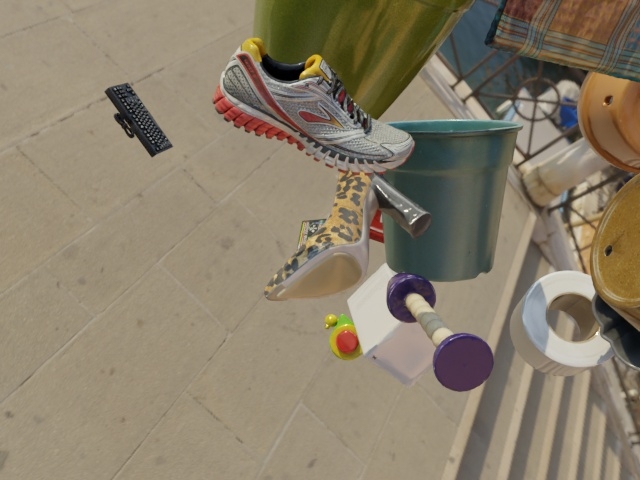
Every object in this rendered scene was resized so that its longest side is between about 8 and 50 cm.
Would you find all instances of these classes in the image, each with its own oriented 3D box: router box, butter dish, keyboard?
[{"bbox_3d":[0.000,0.000,1.161,0.122,0.092,0.038,-81,163,-53],"label":"router box"},{"bbox_3d":[0.162,-0.083,1.573,0.159,0.118,0.160,19,91,-13],"label":"butter dish"},{"bbox_3d":[-0.426,-0.280,1.229,0.180,0.023,0.108,55,37,-10],"label":"keyboard"}]

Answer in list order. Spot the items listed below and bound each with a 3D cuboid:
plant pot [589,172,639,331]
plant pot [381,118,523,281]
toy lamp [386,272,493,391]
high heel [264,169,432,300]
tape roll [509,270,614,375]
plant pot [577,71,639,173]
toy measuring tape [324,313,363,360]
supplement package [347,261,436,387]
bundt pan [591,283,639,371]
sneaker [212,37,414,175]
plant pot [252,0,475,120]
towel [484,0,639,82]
[{"bbox_3d":[0.364,0.033,0.419,0.254,0.237,0.237,18,54,-6],"label":"plant pot"},{"bbox_3d":[0.279,-0.100,1.224,0.341,0.341,0.334,-18,112,-42],"label":"plant pot"},{"bbox_3d":[0.145,0.106,0.725,0.080,0.080,0.275,41,5,-12],"label":"toy lamp"},{"bbox_3d":[0.005,-0.017,0.772,0.261,0.093,0.186,-28,44,-17],"label":"high heel"},{"bbox_3d":[0.631,0.218,1.369,0.246,0.169,0.246,-3,68,8],"label":"tape roll"},{"bbox_3d":[0.648,-0.256,0.987,0.291,0.291,0.203,54,26,-1],"label":"plant pot"},{"bbox_3d":[0.131,0.356,1.633,0.330,0.121,0.121,41,45,12],"label":"toy measuring tape"},{"bbox_3d":[0.214,0.229,1.482,0.175,0.177,0.293,38,15,-20],"label":"supplement package"},{"bbox_3d":[0.750,0.136,1.087,0.124,0.331,0.331,-17,77,-34],"label":"bundt pan"},{"bbox_3d":[0.002,-0.141,0.568,0.225,0.093,0.088,19,33,-13],"label":"sneaker"},{"bbox_3d":[0.039,-0.359,0.871,0.366,0.353,0.366,18,36,-13],"label":"plant pot"},{"bbox_3d":[0.434,-0.370,0.738,0.370,0.271,0.040,2,34,-23],"label":"towel"}]
